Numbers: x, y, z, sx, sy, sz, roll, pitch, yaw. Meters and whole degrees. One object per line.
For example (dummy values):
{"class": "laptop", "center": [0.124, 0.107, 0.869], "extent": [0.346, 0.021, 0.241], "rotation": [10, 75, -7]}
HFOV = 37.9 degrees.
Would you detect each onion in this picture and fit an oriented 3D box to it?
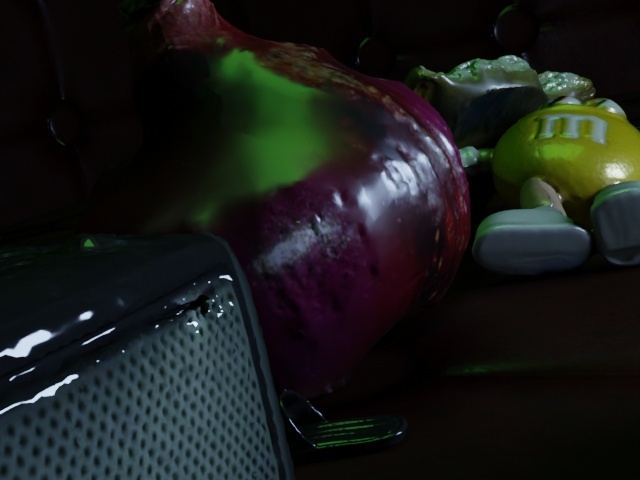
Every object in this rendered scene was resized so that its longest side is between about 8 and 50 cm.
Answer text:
{"class": "onion", "center": [-0.069, -0.076, 0.887], "extent": [0.398, 0.420, 0.398], "rotation": [-16, 22, 7]}

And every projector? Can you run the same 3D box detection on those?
{"class": "projector", "center": [-0.267, 0.144, 0.446], "extent": [0.395, 0.242, 0.405], "rotation": [-7, 11, 30]}

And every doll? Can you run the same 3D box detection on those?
{"class": "doll", "center": [0.298, -0.073, 1.175], "extent": [0.347, 0.161, 0.423], "rotation": [-8, 25, -16]}

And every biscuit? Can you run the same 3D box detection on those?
{"class": "biscuit", "center": [0.263, -0.171, 1.379], "extent": [0.335, 0.329, 0.078], "rotation": [-28, 51, -5]}

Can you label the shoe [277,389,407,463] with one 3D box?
{"class": "shoe", "center": [-0.014, 0.138, 0.715], "extent": [0.159, 0.053, 0.062], "rotation": [-7, 15, 9]}
